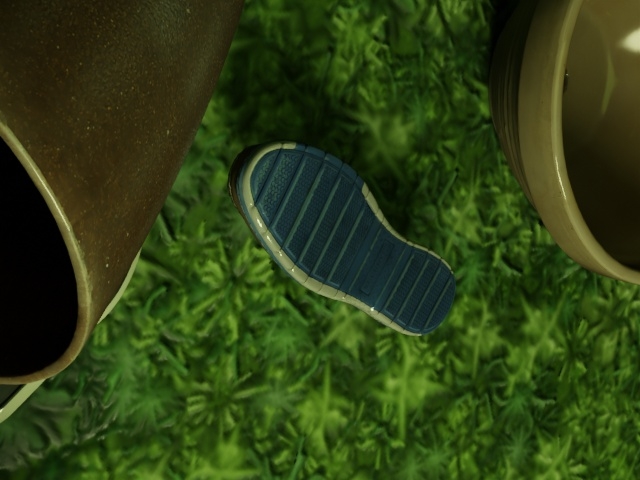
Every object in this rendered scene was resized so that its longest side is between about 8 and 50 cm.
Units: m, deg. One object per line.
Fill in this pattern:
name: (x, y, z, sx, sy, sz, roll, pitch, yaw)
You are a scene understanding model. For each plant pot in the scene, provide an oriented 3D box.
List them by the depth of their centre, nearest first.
plant pot: (-0.125, -0.095, 0.668, 0.230, 0.215, 0.215, -54, 129, -37)
plant pot: (0.184, -0.097, 0.977, 0.237, 0.110, 0.237, -11, 107, -39)

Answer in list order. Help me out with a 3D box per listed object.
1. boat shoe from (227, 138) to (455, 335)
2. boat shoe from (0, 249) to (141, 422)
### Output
boat shoe: (0.000, 0.000, 0.866, 0.183, 0.066, 0.066, 41, 74, -44)
boat shoe: (-0.137, 0.029, 0.766, 0.133, 0.049, 0.042, -50, 135, -16)
